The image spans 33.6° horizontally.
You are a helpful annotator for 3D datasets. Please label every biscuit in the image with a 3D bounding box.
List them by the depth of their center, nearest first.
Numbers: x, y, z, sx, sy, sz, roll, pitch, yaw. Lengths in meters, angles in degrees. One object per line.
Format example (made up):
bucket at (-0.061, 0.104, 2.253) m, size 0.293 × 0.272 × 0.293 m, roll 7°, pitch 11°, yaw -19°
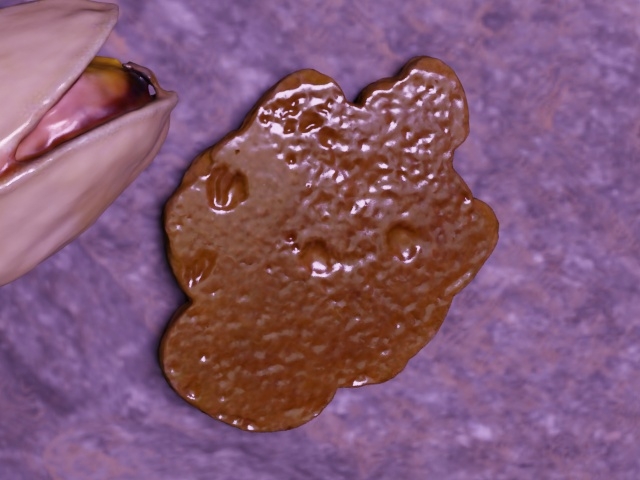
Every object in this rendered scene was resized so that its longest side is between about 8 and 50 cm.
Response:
biscuit at (0.000, 0.000, 0.727) m, size 0.208 × 0.041 × 0.290 m, roll 34°, pitch 96°, yaw -17°

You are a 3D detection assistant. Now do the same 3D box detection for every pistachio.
pistachio at (-0.197, -0.053, 0.623) m, size 0.229 × 0.157 × 0.157 m, roll -35°, pitch 108°, yaw -12°
